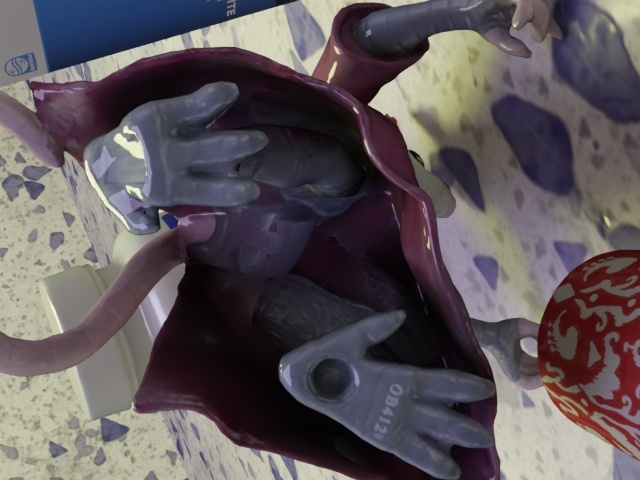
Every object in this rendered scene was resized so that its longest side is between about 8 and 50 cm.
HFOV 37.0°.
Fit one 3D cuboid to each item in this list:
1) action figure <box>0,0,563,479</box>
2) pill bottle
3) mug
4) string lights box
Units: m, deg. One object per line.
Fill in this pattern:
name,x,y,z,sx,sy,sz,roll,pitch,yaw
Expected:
action figure,0.000,0.000,0.525,0.370,0.276,0.248,-70,-27,-75
pill bottle,-0.068,0.039,0.745,0.152,0.272,0.152,53,155,39
mug,0.181,0.041,0.389,0.113,0.150,0.169,36,173,-16
string lights box,-0.120,-0.208,0.659,0.133,0.260,0.076,56,157,31
